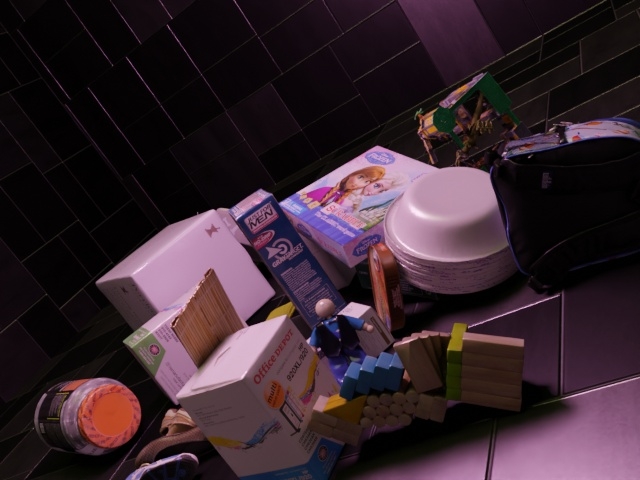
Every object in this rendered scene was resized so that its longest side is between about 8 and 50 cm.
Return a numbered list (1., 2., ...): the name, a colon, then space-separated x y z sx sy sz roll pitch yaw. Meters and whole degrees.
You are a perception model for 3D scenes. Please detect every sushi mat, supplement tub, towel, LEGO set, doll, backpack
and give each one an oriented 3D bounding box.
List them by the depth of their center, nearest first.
1. backpack: 0.447 -0.080 1.165 0.264 0.276 0.213 -9 27 31
2. sushi mat: -0.170 0.215 1.269 0.019 0.316 0.151 -3 37 30
3. doll: 0.043 0.192 1.284 0.129 0.189 0.046 -26 -25 -5
4. LEGO set: 0.367 -0.230 1.674 0.255 0.331 0.192 -53 12 -16
5. supplement tub: -0.606 0.459 1.801 0.316 0.193 0.193 -17 23 50
6. towel: -0.134 0.235 1.828 0.102 0.021 0.237 -26 17 27

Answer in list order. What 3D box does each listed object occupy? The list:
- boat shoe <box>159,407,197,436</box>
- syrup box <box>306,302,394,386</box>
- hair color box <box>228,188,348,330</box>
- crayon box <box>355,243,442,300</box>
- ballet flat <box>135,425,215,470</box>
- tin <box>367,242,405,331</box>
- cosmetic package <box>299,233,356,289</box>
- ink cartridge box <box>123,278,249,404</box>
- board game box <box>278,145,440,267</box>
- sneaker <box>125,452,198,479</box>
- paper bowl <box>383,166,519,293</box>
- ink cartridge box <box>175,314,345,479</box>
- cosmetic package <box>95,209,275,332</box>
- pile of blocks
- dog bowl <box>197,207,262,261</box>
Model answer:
1. boat shoe: -0.316 0.426 1.559 0.072 0.068 0.190 -57 14 -28
2. syrup box: 0.021 0.231 1.360 0.237 0.096 0.093 -40 15 -17
3. hair color box: -0.073 0.050 1.637 0.105 0.347 0.174 -36 15 -7
4. crayon box: 0.247 -0.009 1.550 0.203 0.083 0.323 7 39 41
5. ballet flat: -0.281 0.435 1.430 0.250 0.084 0.058 -27 40 13
6. tin: 0.132 0.094 1.384 0.040 0.189 0.106 -16 24 -13
7. cosmetic package: 0.000 0.000 1.880 0.138 0.224 0.224 -27 16 32
8. ink cartridge box: -0.345 0.263 1.838 0.278 0.201 0.117 -40 16 -21
9. board game box: 0.106 -0.094 1.626 0.318 0.065 0.319 -32 33 -18
10. sneaker: -0.336 0.476 1.385 0.211 0.080 0.081 -30 18 12
11. paper bowl: 0.267 -0.038 1.365 0.285 0.148 0.284 -7 38 6
12. ink cartridge box: -0.085 0.279 1.165 0.168 0.232 0.171 -24 18 36
13. cosmetic package: -0.423 0.146 2.127 0.327 0.329 0.394 -42 16 -29
14. pile of blocks: 0.141 0.199 1.048 0.362 0.148 0.112 -20 13 23
15. dog bowl: -0.253 -0.009 2.314 0.349 0.349 0.102 -9 68 59
